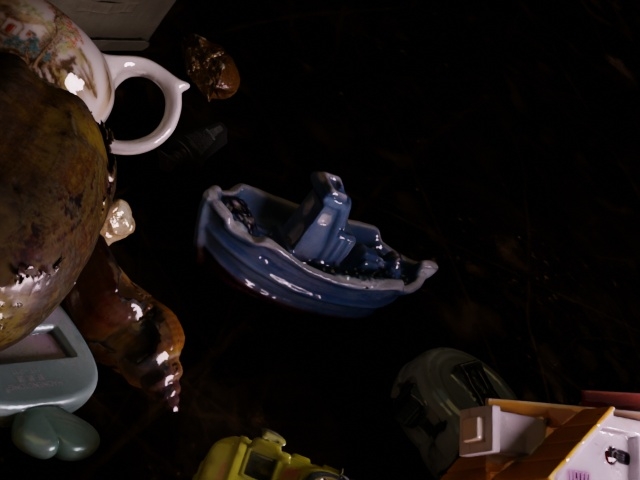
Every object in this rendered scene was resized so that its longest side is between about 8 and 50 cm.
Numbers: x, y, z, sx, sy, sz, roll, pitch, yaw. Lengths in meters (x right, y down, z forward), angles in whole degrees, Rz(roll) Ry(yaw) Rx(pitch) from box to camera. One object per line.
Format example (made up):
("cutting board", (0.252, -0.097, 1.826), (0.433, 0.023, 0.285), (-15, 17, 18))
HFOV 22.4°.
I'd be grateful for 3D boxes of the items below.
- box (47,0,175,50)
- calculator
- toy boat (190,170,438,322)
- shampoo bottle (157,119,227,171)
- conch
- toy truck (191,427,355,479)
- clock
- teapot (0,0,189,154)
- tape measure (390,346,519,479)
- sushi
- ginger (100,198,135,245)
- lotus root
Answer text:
("box", (-0.273, -0.310, 1.800), (0.155, 0.149, 0.231), (50, 30, 19))
("calculator", (-0.285, 0.074, 1.348), (0.184, 0.042, 0.295), (-1, 46, -52))
("toy boat", (0.000, 0.000, 1.700), (0.309, 0.142, 0.129), (18, 33, -34))
("shampoo bottle", (-0.142, -0.103, 1.794), (0.048, 0.027, 0.137), (50, 28, -1))
("conch", (-0.191, 0.056, 1.441), (0.232, 0.080, 0.086), (50, -6, 2))
("toy truck", (-0.076, 0.266, 1.248), (0.157, 0.124, 0.272), (27, 32, -4))
("clock", (0.243, 0.256, 1.553), (0.310, 0.166, 0.235), (16, 69, -38))
("teapot", (-0.276, -0.180, 1.570), (0.298, 0.139, 0.204), (39, -15, -11))
("tape measure", (0.199, 0.175, 1.756), (0.330, 0.084, 0.164), (-11, 61, -54))
("sushi", (-0.135, -0.205, 1.926), (0.060, 0.061, 0.118), (4, 24, -37))
("ginger", (-0.301, -0.083, 1.520), (0.288, 0.075, 0.089), (38, 3, 5))
("lotus root", (-0.270, -0.033, 1.283), (0.196, 0.179, 0.397), (19, 27, -3))
